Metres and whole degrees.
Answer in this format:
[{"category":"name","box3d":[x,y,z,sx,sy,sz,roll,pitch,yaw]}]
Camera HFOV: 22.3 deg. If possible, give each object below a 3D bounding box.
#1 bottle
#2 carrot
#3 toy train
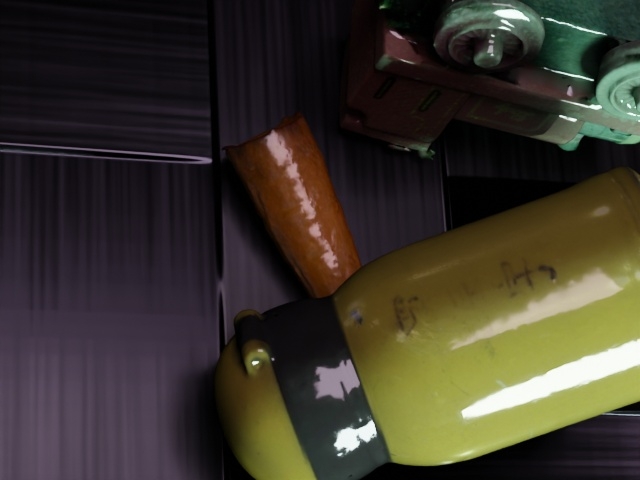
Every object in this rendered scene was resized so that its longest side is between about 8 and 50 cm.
[{"category":"bottle","box3d":[0.093,0.079,1.194,0.351,0.171,0.172,-19,78,1]},{"category":"carrot","box3d":[0.000,0.000,1.281,0.072,0.072,0.205,-27,88,-25]},{"category":"toy train","box3d":[0.170,-0.152,1.305,0.304,0.221,0.150,13,60,-15]}]
